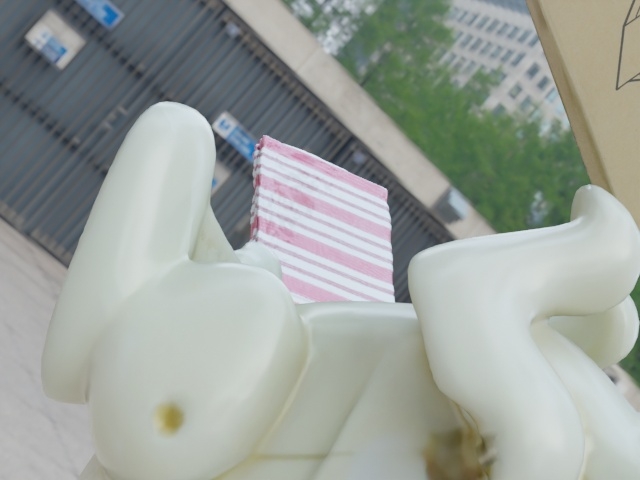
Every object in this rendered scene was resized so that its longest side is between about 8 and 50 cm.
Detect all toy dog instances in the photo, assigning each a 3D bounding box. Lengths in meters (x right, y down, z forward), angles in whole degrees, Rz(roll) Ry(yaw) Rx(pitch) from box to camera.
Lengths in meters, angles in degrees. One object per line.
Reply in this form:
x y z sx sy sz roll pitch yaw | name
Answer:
0.067 0.149 0.568 0.408 0.395 0.284 15 -28 16 | toy dog

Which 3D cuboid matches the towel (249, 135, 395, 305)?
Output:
0.000 0.000 0.999 0.144 0.029 0.197 22 43 -22 | towel

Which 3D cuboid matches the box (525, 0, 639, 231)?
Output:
0.198 -0.108 0.608 0.021 0.164 0.201 30 -28 57 | box
